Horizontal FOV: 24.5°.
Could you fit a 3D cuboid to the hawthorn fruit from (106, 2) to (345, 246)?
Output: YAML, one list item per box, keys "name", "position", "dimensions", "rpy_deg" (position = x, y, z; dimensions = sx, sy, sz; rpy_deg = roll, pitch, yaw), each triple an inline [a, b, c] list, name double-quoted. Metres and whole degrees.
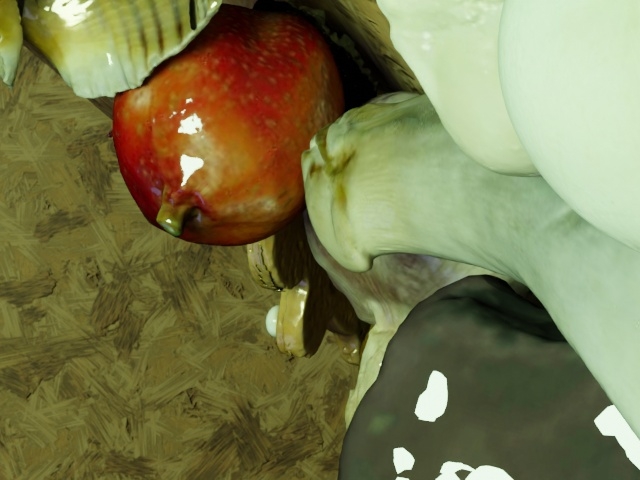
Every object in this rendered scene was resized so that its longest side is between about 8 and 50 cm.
- name: "hawthorn fruit"
  position: [-0.064, -0.070, 1.023]
  dimensions: [0.169, 0.188, 0.169]
  rpy_deg: [7, 139, 6]

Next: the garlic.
- name: "garlic"
  position: [0.076, 0.038, 1.122]
  dimensions: [0.245, 0.253, 0.245]
  rpy_deg: [30, 177, 2]

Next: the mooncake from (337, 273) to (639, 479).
- name: "mooncake"
  position: [0.202, 0.197, 0.910]
  dimensions: [0.381, 0.351, 0.212]
  rpy_deg: [16, 166, 27]

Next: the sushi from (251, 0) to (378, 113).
- name: "sushi"
  position: [-0.012, -0.129, 1.166]
  dimensions: [0.090, 0.078, 0.150]
  rpy_deg: [24, 165, 40]

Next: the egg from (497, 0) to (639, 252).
- name: "egg"
  position: [0.140, -0.063, 0.496]
  dimensions: [0.151, 0.151, 0.209]
  rpy_deg: [41, 175, -21]

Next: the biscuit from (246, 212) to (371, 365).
- name: "biscuit"
  position: [0.000, 0.000, 1.337]
  dimensions: [0.047, 0.216, 0.339]
  rpy_deg: [9, 176, 21]

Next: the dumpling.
- name: "dumpling"
  position: [0.124, -0.091, 0.657]
  dimensions: [0.155, 0.181, 0.111]
  rpy_deg: [-13, 95, 47]

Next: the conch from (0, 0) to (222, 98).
- name: "conch"
  position: [-0.158, -0.220, 0.878]
  dimensions: [0.263, 0.186, 0.324]
  rpy_deg: [22, 161, 7]

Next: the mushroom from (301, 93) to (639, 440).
- name: "mushroom"
  position: [0.129, -0.011, 0.835]
  dimensions: [0.126, 0.177, 0.397]
  rpy_deg: [33, -179, -37]

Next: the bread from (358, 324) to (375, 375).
- name: "bread"
  position: [0.166, 0.134, 1.407]
  dimensions: [0.253, 0.142, 0.227]
  rpy_deg: [35, 130, 16]
